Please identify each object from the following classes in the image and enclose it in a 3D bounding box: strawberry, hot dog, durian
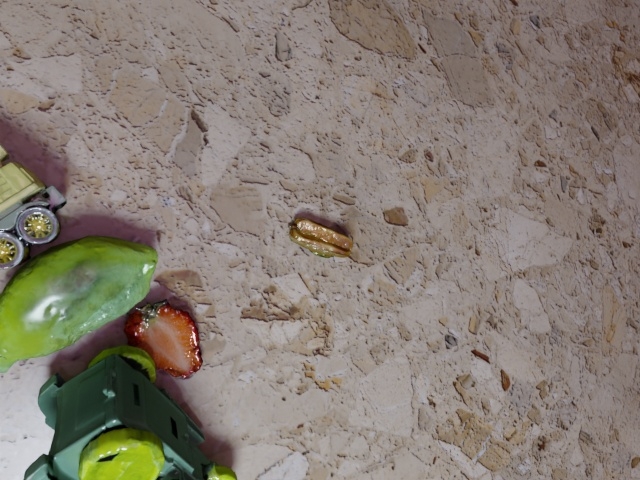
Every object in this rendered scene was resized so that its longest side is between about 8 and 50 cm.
[{"bbox_3d":[-0.246,0.157,0.773,0.104,0.048,0.152,-38,121,-28],"label":"strawberry"},{"bbox_3d":[0.000,0.000,0.899,0.133,0.041,0.056,23,79,-16],"label":"hot dog"},{"bbox_3d":[-0.349,0.074,0.690,0.250,0.101,0.139,-30,106,-32],"label":"durian"}]

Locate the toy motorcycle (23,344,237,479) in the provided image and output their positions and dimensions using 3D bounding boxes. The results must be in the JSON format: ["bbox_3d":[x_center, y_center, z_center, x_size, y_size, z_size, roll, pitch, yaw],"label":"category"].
[{"bbox_3d":[-0.263,0.329,0.693,0.200,0.191,0.326,-30,123,-6],"label":"toy motorcycle"}]

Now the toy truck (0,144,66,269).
[{"bbox_3d":[-0.473,-0.004,0.623,0.272,0.124,0.157,-42,106,-20],"label":"toy truck"}]
